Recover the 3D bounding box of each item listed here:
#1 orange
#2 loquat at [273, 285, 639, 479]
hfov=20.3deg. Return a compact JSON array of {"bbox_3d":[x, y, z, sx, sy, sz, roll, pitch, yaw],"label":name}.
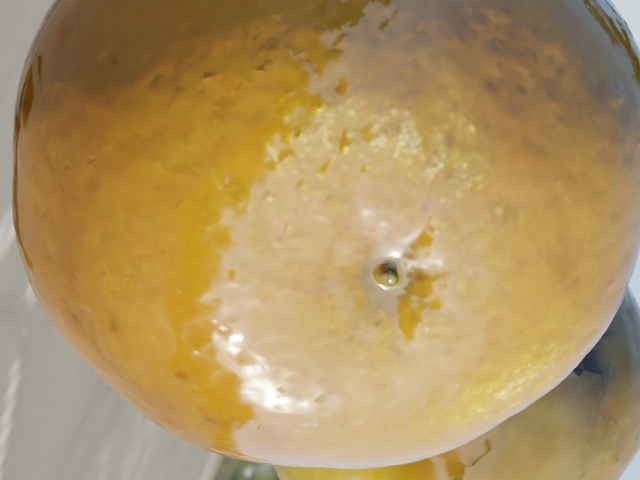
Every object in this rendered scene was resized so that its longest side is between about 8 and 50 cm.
[{"bbox_3d":[0.002,-0.021,0.445,0.136,0.159,0.159,-110,-142,-61],"label":"orange"},{"bbox_3d":[0.086,0.091,1.184,0.263,0.263,0.263,22,90,-89],"label":"loquat"}]
